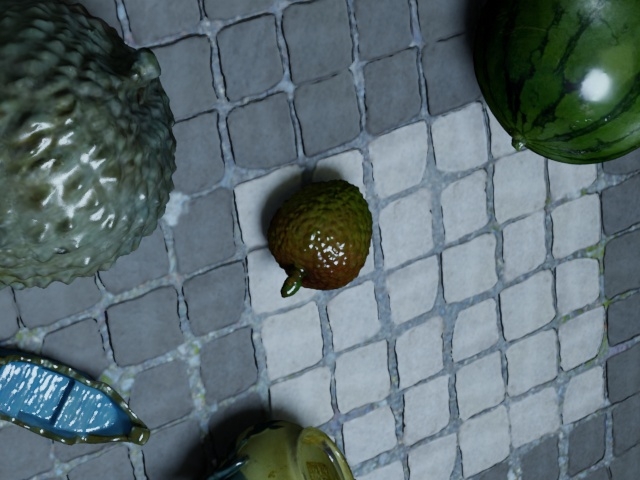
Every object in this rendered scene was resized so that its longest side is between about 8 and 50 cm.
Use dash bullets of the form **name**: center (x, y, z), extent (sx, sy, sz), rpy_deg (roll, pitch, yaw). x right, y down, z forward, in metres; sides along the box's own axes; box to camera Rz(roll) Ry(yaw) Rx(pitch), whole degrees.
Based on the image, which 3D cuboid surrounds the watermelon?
- **watermelon**: center (0.282, -0.203, 1.434), extent (0.242, 0.242, 0.242), rpy_deg (-12, 114, -29)

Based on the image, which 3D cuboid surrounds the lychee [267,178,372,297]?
- **lychee**: center (0.000, 0.000, 1.408), extent (0.146, 0.114, 0.114), rpy_deg (-55, 129, -28)

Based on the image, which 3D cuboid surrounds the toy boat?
- **toy boat**: center (-0.257, 0.165, 1.325), extent (0.185, 0.077, 0.075), rpy_deg (27, 91, -37)

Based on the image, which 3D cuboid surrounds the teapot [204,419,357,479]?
- **teapot**: center (-0.055, 0.298, 1.473), extent (0.182, 0.173, 0.269), rpy_deg (-29, 157, 20)

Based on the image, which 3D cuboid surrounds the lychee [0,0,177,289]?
- **lychee**: center (-0.250, -0.080, 1.149), extent (0.274, 0.255, 0.255), rpy_deg (-35, 128, 18)
